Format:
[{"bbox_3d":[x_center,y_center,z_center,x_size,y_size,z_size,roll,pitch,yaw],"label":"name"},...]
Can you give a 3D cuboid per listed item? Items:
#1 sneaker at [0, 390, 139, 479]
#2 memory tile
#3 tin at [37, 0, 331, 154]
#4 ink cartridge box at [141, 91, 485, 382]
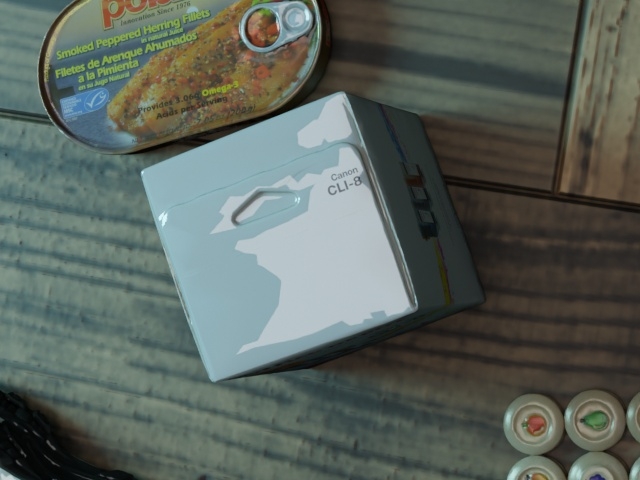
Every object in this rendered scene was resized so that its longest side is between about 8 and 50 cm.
[{"bbox_3d":[-0.166,0.190,1.206,0.271,0.100,0.108,34,112,18],"label":"sneaker"},{"bbox_3d":[0.164,0.160,1.140,0.113,0.012,0.148,-4,88,17],"label":"memory tile"},{"bbox_3d":[-0.084,-0.117,1.209,0.189,0.040,0.106,-14,89,16],"label":"tin"},{"bbox_3d":[0.000,0.000,1.107,0.128,0.176,0.127,-21,83,16],"label":"ink cartridge box"}]
